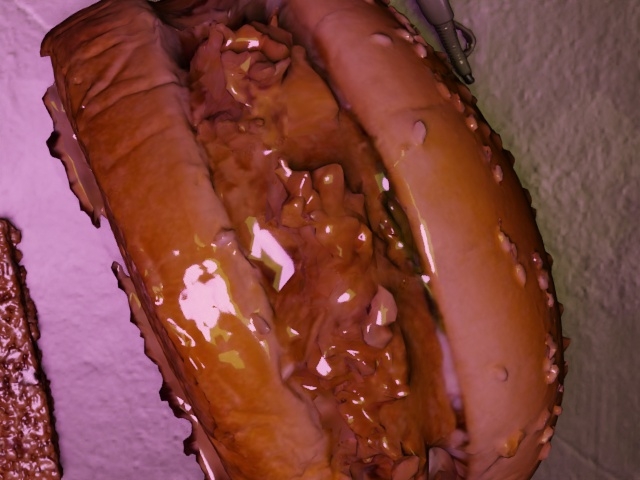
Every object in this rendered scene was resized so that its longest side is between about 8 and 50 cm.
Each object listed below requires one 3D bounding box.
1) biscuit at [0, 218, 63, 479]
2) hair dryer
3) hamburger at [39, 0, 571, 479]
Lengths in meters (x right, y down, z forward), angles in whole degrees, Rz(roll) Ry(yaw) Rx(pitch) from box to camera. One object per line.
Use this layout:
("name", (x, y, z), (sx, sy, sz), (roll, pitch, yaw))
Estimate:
("biscuit", (-0.229, 0.083, 1.257), (0.064, 0.034, 0.199), (-10, 97, -3))
("hair dryer", (0.042, -0.192, 1.207), (0.167, 0.067, 0.199), (-19, 106, -44))
("hamburger", (0.000, 0.000, 1.117), (0.268, 0.287, 0.445), (-23, 84, -7))
